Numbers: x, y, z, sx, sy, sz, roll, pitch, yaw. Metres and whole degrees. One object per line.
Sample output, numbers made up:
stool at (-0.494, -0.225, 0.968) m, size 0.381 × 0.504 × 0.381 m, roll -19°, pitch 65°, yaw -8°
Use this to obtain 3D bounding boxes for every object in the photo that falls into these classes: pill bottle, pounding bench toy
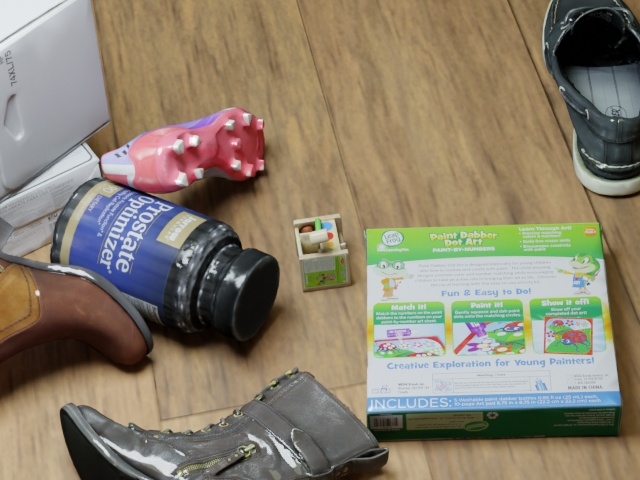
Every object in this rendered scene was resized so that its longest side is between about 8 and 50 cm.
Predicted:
pill bottle at (-0.158, 0.023, 1.903) m, size 0.219 × 0.123 × 0.123 m, roll 20°, pitch 52°, yaw 22°
pounding bench toy at (0.000, 0.000, 1.938) m, size 0.052 × 0.083 × 0.065 m, roll -8°, pitch 47°, yaw -2°

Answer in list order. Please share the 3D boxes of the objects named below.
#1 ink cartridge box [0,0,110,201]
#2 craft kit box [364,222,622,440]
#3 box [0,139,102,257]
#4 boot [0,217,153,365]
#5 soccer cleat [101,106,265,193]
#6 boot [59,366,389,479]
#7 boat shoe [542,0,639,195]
ink cartridge box at (-0.392, -0.202, 1.962) m, size 0.270 × 0.198 × 0.197 m, roll 33°, pitch 56°, yaw 29°
craft kit box at (0.168, 0.088, 1.864) m, size 0.249 × 0.061 × 0.247 m, roll -1°, pitch 49°, yaw 4°
box at (-0.380, -0.108, 2.069) m, size 0.169 × 0.087 × 0.290 m, roll -26°, pitch 50°, yaw -19°
boot at (-0.326, 0.131, 1.805) m, size 0.264 × 0.096 × 0.280 m, roll 37°, pitch 61°, yaw -18°
soccer cleat at (-0.138, -0.097, 1.985) m, size 0.095 × 0.083 × 0.248 m, roll 3°, pitch 11°, yaw 24°
boot at (-0.095, 0.194, 1.778) m, size 0.263 × 0.091 × 0.229 m, roll 35°, pitch 53°, yaw 26°
boat shoe at (0.316, -0.207, 2.085) m, size 0.127 × 0.113 × 0.340 m, roll 0°, pitch 47°, yaw 5°
